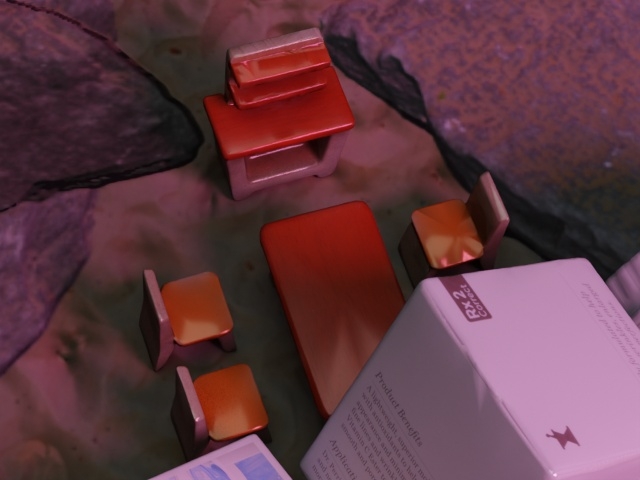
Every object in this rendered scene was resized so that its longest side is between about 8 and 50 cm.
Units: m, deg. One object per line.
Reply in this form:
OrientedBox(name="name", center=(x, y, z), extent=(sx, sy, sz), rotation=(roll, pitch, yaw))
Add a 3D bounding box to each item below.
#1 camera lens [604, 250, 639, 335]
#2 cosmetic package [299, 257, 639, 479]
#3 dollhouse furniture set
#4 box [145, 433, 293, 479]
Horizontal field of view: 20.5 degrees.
OrientedBox(name="camera lens", center=(0.323, 0.118, 1.159), extent=(0.219, 0.219, 0.274), rotation=(-25, 69, -16))
OrientedBox(name="cosmetic package", center=(0.113, 0.130, 1.112), extent=(0.151, 0.183, 0.151), rotation=(-7, 52, -40))
OrientedBox(name="dollhouse furniture set", center=(0.000, 0.000, 1.232), extent=(0.262, 0.135, 0.259), rotation=(-16, 67, -12))
OrientedBox(name="box", center=(-0.039, 0.241, 1.108), extent=(0.203, 0.103, 0.114), rotation=(49, 34, 17))
